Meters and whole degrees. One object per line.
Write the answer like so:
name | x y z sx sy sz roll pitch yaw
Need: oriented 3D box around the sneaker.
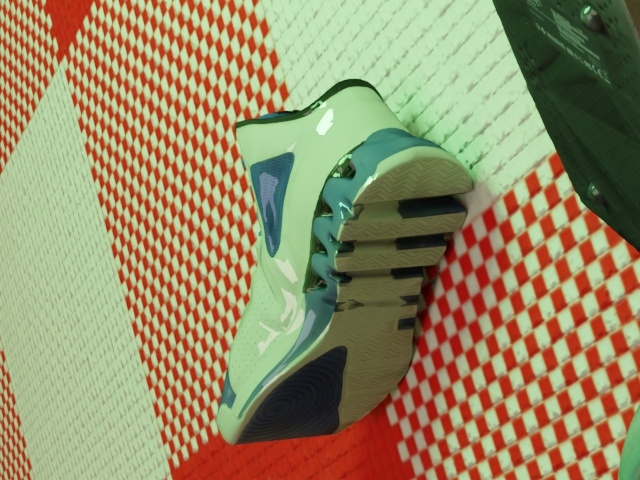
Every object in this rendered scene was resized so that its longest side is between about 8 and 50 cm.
sneaker | 0.000 -0.001 1.284 0.182 0.127 0.315 62 140 40

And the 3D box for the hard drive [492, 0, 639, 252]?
hard drive | 0.163 -0.079 0.880 0.172 0.054 0.254 48 172 47

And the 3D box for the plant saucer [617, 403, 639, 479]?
plant saucer | 0.225 0.170 0.971 0.195 0.037 0.195 26 120 59
